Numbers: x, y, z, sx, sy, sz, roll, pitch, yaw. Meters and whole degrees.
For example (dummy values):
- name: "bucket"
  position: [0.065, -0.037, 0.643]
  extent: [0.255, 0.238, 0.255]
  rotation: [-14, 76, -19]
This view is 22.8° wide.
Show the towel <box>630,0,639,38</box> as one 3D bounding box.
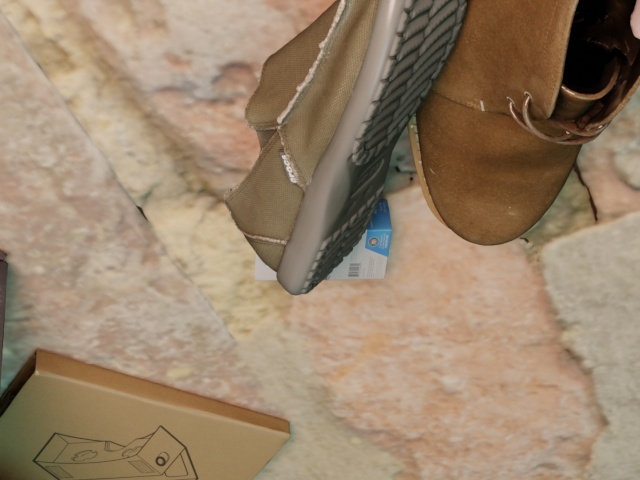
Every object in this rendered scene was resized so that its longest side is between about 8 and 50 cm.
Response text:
- name: "towel"
  position: [0.309, -0.226, 0.679]
  extent: [0.331, 0.053, 0.317]
  rotation: [-13, 136, -22]

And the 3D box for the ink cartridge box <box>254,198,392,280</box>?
- name: "ink cartridge box"
  position: [0.000, 0.000, 0.992]
  extent: [0.083, 0.028, 0.048]
  rotation: [-1, 138, -7]

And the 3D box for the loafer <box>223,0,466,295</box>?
- name: "loafer"
  position: [0.000, -0.075, 0.849]
  extent: [0.087, 0.094, 0.251]
  rotation: [35, 132, 13]

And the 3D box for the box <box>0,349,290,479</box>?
- name: "box"
  position: [-0.148, 0.156, 1.155]
  extent: [0.201, 0.021, 0.164]
  rotation: [19, 132, -26]

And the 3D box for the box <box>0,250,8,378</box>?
- name: "box"
  position: [-0.324, 0.118, 0.807]
  extent: [0.318, 0.395, 0.097]
  rotation: [29, 129, -33]

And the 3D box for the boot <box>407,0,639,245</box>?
- name: "boot"
  position: [0.114, -0.085, 0.851]
  extent: [0.112, 0.115, 0.305]
  rotation: [-1, 139, -10]
